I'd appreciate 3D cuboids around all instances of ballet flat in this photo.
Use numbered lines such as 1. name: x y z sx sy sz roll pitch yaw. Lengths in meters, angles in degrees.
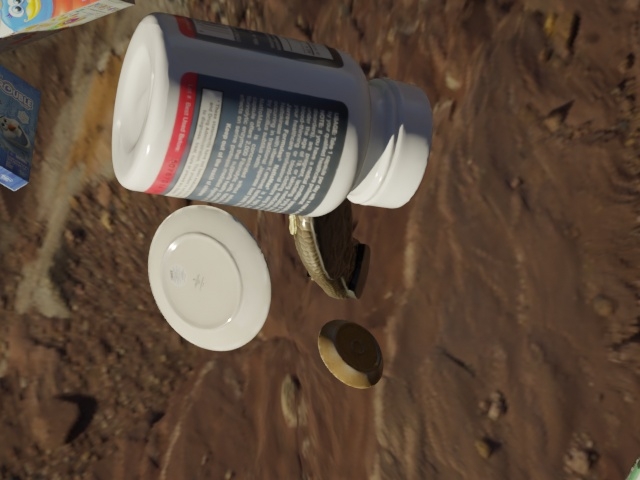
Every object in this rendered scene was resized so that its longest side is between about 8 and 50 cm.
1. ballet flat: 0.000 0.000 1.141 0.058 0.250 0.084 12 78 13

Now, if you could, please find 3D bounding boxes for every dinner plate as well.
1. dinner plate: -0.108 0.037 1.192 0.141 0.017 0.141 8 106 31

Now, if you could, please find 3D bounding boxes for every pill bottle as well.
1. pill bottle: -0.029 -0.071 0.785 0.180 0.108 0.108 9 85 -22

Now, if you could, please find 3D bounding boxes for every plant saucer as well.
1. plant saucer: 0.036 0.116 1.351 0.083 0.083 0.015 47 130 2

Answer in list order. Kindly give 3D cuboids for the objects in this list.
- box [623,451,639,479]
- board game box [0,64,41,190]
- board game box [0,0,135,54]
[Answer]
1. box: 0.304 0.175 0.770 0.232 0.058 0.322 30 89 14
2. board game box: -0.251 -0.096 0.948 0.020 0.090 0.090 -25 50 30
3. board game box: -0.396 -0.318 1.592 0.275 0.144 0.142 -19 95 6
